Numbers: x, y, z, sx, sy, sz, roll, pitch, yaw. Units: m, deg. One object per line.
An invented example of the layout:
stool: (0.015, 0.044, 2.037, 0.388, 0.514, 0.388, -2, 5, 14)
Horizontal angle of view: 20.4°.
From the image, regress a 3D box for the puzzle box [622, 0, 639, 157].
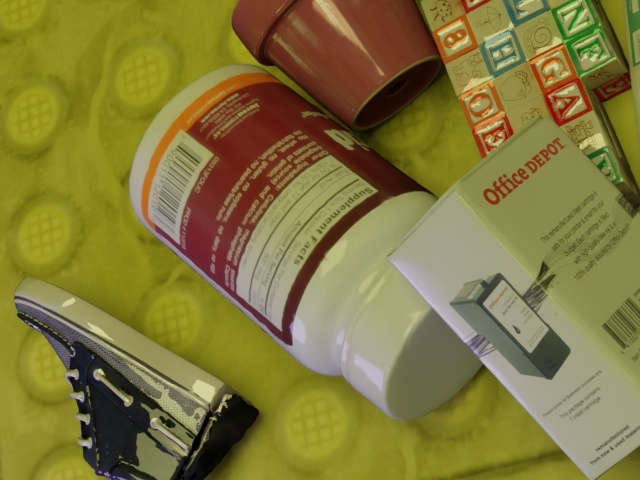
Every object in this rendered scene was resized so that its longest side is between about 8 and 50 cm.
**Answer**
puzzle box: (0.413, -0.178, 1.743, 0.272, 0.052, 0.409, -29, 59, 55)

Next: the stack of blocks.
stack of blocks: (0.241, -0.159, 1.881, 0.171, 0.087, 0.297, -26, 65, 17)

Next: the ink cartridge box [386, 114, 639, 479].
ink cartridge box: (0.235, 0.047, 1.686, 0.289, 0.211, 0.121, 48, 130, 5)

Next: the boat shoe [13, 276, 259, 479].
boat shoe: (-0.245, 0.173, 1.996, 0.340, 0.127, 0.158, 27, 80, 29)

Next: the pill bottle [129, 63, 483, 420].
pill bottle: (0.000, 0.000, 1.874, 0.392, 0.224, 0.224, 39, 94, 30)

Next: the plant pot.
plant pot: (0.031, -0.228, 1.958, 0.201, 0.201, 0.180, -39, 77, 11)
